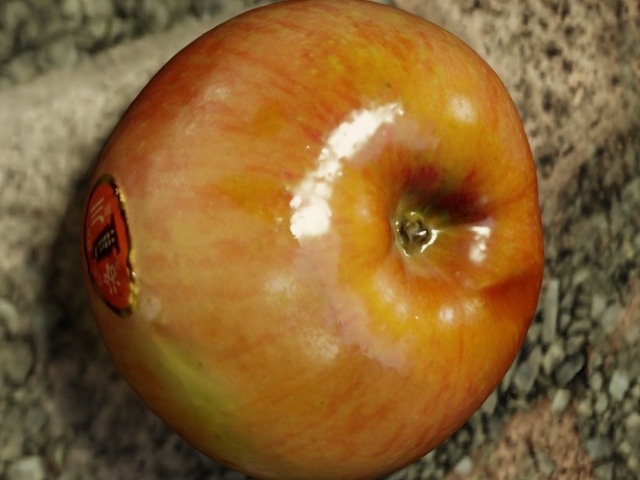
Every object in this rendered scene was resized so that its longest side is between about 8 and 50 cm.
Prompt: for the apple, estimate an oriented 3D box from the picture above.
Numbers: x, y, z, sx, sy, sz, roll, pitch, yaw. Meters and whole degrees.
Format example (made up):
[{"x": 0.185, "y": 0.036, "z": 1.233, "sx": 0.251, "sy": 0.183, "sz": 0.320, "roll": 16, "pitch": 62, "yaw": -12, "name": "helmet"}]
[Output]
[{"x": 0.000, "y": 0.000, "z": 0.762, "sx": 0.209, "sy": 0.164, "sz": 0.209, "roll": -4, "pitch": 96, "yaw": -39, "name": "apple"}]
